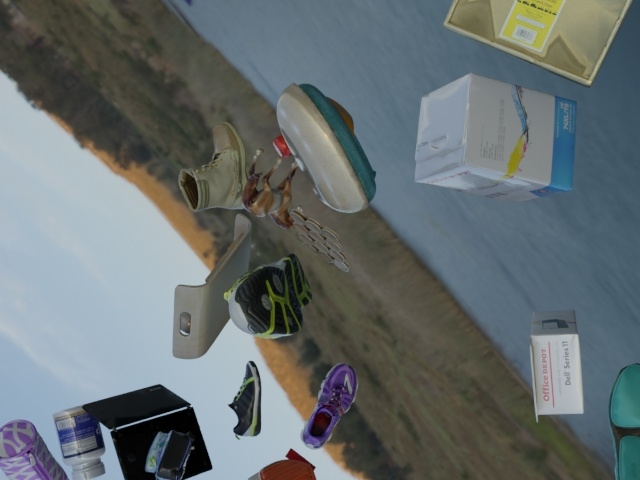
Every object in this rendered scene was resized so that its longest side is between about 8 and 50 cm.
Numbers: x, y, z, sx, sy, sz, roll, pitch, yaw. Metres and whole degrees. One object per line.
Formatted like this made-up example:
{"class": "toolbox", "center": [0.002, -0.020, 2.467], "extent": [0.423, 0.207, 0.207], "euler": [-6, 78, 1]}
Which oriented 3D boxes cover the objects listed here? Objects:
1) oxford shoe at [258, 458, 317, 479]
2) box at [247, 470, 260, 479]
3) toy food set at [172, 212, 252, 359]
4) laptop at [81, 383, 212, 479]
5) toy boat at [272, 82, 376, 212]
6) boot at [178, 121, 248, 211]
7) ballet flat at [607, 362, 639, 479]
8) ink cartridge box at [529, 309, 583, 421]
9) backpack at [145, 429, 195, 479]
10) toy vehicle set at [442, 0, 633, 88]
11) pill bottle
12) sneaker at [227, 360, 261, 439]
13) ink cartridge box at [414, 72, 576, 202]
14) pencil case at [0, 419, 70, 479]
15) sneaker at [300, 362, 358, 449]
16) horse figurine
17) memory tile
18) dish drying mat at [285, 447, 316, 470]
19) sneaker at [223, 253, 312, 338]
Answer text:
{"class": "oxford shoe", "center": [-0.042, 0.640, 1.916], "extent": [0.364, 0.130, 0.132], "euler": [20, 126, 60]}
{"class": "box", "center": [-0.124, 0.726, 2.195], "extent": [0.170, 0.091, 0.130], "euler": [50, 148, 27]}
{"class": "toy food set", "center": [-0.250, 0.100, 1.830], "extent": [0.092, 0.219, 0.306], "euler": [18, -142, 11]}
{"class": "laptop", "center": [-0.436, 0.494, 2.006], "extent": [0.234, 0.136, 0.264], "euler": [-10, -107, -41]}
{"class": "toy boat", "center": [0.007, -0.197, 1.541], "extent": [0.267, 0.148, 0.318], "euler": [60, 173, -21]}
{"class": "boot", "center": [-0.255, -0.173, 1.858], "extent": [0.165, 0.077, 0.213], "euler": [-8, -95, -45]}
{"class": "ballet flat", "center": [0.563, 0.349, 1.438], "extent": [0.087, 0.083, 0.247], "euler": [49, -135, -56]}
{"class": "ink cartridge box", "center": [0.598, 0.312, 2.021], "extent": [0.353, 0.119, 0.207], "euler": [-25, -70, -72]}
{"class": "backpack", "center": [-0.318, 0.453, 1.671], "extent": [0.084, 0.105, 0.114], "euler": [18, 153, -3]}
{"class": "toy vehicle set", "center": [0.355, -0.378, 1.309], "extent": [0.267, 0.166, 0.035], "euler": [28, -169, 16]}
{"class": "pill bottle", "center": [-0.620, 0.524, 2.070], "extent": [0.112, 0.112, 0.186], "euler": [49, -153, -84]}
{"class": "sneaker", "center": [-0.228, 0.479, 2.390], "extent": [0.084, 0.097, 0.234], "euler": [155, 114, -78]}
{"class": "ink cartridge box", "center": [0.366, -0.207, 1.686], "extent": [0.270, 0.197, 0.198], "euler": [10, 171, -23]}
{"class": "pencil case", "center": [-0.494, 0.395, 1.382], "extent": [0.088, 0.086, 0.206], "euler": [13, 139, 24]}
{"class": "sneaker", "center": [0.023, 0.301, 1.452], "extent": [0.068, 0.170, 0.071], "euler": [25, 156, 2]}
{"class": "horse figurine", "center": [-0.107, -0.109, 1.756], "extent": [0.066, 0.174, 0.263], "euler": [28, -166, 23]}
{"class": "memory tile", "center": [0.000, 0.000, 1.493], "extent": [0.113, 0.012, 0.148], "euler": [27, 159, 26]}
{"class": "dish drying mat", "center": [-0.051, 0.574, 2.074], "extent": [0.083, 0.032, 0.008], "euler": [37, 135, 3]}
{"class": "sneaker", "center": [-0.120, 0.128, 1.591], "extent": [0.385, 0.147, 0.145], "euler": [-23, -90, -79]}
